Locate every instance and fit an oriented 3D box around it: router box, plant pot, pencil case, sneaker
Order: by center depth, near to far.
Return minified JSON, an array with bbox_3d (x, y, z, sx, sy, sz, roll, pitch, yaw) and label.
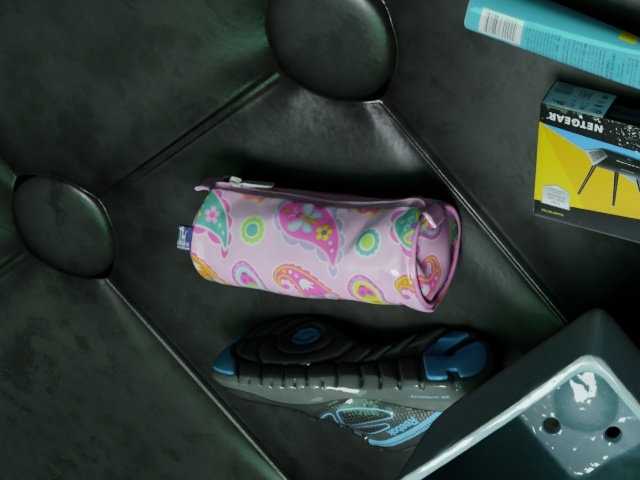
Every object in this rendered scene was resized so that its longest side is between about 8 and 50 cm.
[{"bbox_3d":[0.292,-0.065,1.749,0.179,0.046,0.133,16,131,21],"label":"router box"},{"bbox_3d":[0.252,0.211,1.828,0.247,0.252,0.248,-38,100,22],"label":"plant pot"},{"bbox_3d":[0.000,0.000,1.936,0.284,0.124,0.124,8,128,29],"label":"pencil case"},{"bbox_3d":[0.035,0.173,2.046,0.340,0.125,0.140,5,128,30],"label":"sneaker"}]

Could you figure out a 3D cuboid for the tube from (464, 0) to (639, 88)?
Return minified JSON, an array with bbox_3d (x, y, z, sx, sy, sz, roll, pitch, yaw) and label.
[{"bbox_3d":[0.233,-0.180,1.692,0.207,0.052,0.080,23,169,13],"label":"tube"}]
